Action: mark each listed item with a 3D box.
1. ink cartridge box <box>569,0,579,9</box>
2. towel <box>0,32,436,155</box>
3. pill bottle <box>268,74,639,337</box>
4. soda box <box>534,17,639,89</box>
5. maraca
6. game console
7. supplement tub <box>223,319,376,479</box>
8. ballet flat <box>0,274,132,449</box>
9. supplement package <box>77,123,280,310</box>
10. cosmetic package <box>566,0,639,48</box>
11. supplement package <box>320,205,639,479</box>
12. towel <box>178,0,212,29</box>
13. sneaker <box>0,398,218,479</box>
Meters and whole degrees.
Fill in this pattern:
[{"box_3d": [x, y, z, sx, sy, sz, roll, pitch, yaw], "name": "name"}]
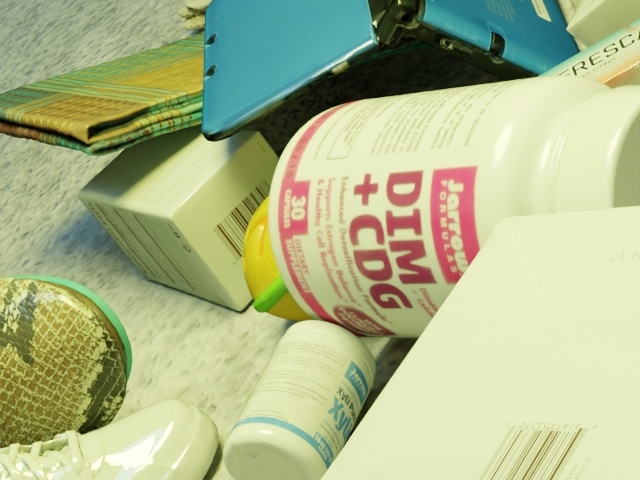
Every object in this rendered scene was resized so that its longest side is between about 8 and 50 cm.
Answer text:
[{"box_3d": [0.308, -0.404, 1.478, 0.285, 0.166, 0.395, -23, 29, 24], "name": "ink cartridge box"}, {"box_3d": [-0.094, -0.147, 1.527, 0.370, 0.040, 0.271, -21, 18, -27], "name": "towel"}, {"box_3d": [0.113, -0.018, 1.076, 0.283, 0.160, 0.160, -3, 41, 49], "name": "pill bottle"}, {"box_3d": [0.211, -0.105, 1.221, 0.183, 0.058, 0.063, -29, 28, 14], "name": "soda box"}, {"box_3d": [0.000, 0.000, 1.268, 0.127, 0.099, 0.186, -44, 2, 12], "name": "maraca"}, {"box_3d": [0.053, -0.157, 1.395, 0.173, 0.250, 0.293, -60, 16, 25], "name": "game console"}, {"box_3d": [-0.013, 0.111, 1.120, 0.071, 0.071, 0.107, -14, 34, 38], "name": "supplement tub"}, {"box_3d": [-0.330, 0.134, 1.359, 0.182, 0.164, 0.482, -36, 17, -34], "name": "ballet flat"}, {"box_3d": [-0.099, -0.026, 1.418, 0.105, 0.105, 0.179, -45, 27, -17], "name": "supplement package"}, {"box_3d": [0.281, -0.223, 1.242, 0.239, 0.060, 0.099, -39, 16, 47], "name": "cosmetic package"}, {"box_3d": [0.171, 0.099, 0.826, 0.262, 0.145, 0.204, -5, 39, 48], "name": "supplement package"}, {"box_3d": [-0.024, -0.330, 1.904, 0.282, 0.049, 0.187, -19, 31, 31], "name": "towel"}, {"box_3d": [-0.225, 0.167, 1.178, 0.292, 0.169, 0.108, -36, 24, -2], "name": "sneaker"}]
